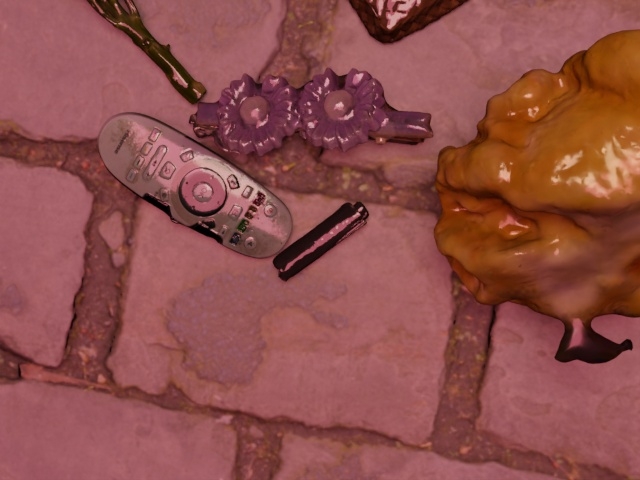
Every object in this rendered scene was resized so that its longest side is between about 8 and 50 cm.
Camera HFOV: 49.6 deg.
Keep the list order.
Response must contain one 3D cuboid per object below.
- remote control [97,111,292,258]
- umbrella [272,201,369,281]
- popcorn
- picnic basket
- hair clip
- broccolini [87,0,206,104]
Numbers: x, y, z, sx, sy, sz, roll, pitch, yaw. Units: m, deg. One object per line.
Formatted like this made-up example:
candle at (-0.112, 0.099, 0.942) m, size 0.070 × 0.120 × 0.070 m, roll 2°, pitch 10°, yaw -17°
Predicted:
remote control at (-0.149, -0.065, 0.826) m, size 0.256 × 0.045 × 0.097 m, roll 34°, pitch 97°, yaw -1°
umbrella at (-0.001, -0.001, 0.823) m, size 0.133 × 0.031 × 0.036 m, roll -35°, pitch 92°, yaw 5°
popcorn at (0.271, -0.050, 0.697) m, size 0.316 × 0.281 × 0.297 m, roll -37°, pitch 132°, yaw 25°
picnic basket at (0.123, -0.312, 0.781) m, size 0.193 × 0.055 × 0.110 m, roll -31°, pitch 91°, yaw 8°
hair clip at (-0.016, -0.144, 0.799) m, size 0.292 × 0.084 × 0.106 m, roll 3°, pitch 76°, yaw 9°
broccolini at (-0.211, -0.255, 0.825) m, size 0.216 × 0.058 × 0.067 m, roll 44°, pitch 131°, yaw -6°
